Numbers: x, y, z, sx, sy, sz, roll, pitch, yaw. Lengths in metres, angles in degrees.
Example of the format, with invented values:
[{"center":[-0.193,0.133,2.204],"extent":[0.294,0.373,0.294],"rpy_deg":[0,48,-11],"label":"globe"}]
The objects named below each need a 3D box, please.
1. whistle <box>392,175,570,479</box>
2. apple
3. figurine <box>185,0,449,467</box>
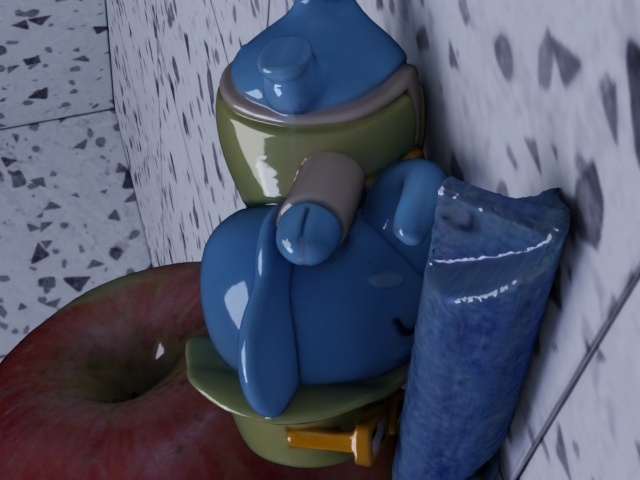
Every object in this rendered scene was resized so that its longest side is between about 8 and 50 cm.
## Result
[{"center":[0.071,0.071,0.787],"extent":[0.304,0.062,0.062],"rpy_deg":[94,161,-56],"label":"whistle"},{"center":[-0.091,0.178,1.107],"extent":[0.345,0.345,0.269],"rpy_deg":[-119,10,-59],"label":"apple"},{"center":[-0.003,-0.001,0.854],"extent":[0.180,0.154,0.262],"rpy_deg":[-115,20,-65],"label":"figurine"}]
